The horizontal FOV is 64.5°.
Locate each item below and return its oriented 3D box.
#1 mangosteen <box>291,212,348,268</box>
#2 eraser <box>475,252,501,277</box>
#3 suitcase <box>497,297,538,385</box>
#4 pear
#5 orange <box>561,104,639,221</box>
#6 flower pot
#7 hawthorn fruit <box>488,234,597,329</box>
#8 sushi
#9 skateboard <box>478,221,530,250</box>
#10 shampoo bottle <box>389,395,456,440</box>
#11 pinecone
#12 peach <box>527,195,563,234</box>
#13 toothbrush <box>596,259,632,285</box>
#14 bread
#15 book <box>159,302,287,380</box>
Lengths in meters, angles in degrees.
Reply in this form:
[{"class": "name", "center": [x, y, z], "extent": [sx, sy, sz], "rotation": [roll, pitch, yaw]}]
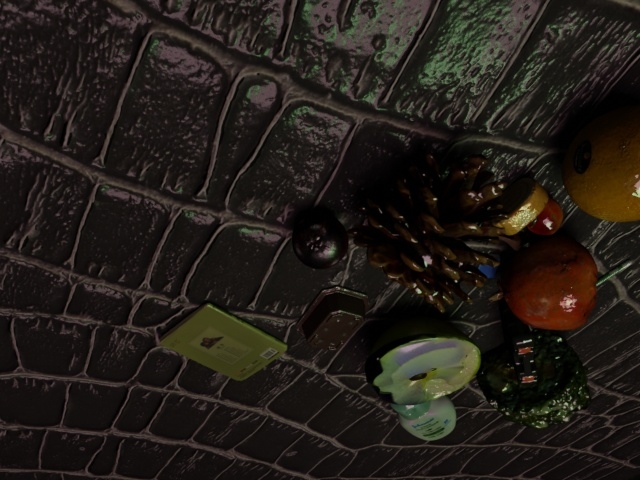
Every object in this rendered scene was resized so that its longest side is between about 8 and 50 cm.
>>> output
[{"class": "mangosteen", "center": [0.000, 0.000, 1.321], "extent": [0.152, 0.153, 0.153], "rotation": [-4, 133, -4]}, {"class": "eraser", "center": [0.501, 0.078, 1.528], "extent": [0.063, 0.027, 0.085], "rotation": [-2, 133, -5]}, {"class": "suitcase", "center": [0.641, 0.319, 1.651], "extent": [0.066, 0.207, 0.286], "rotation": [-15, 133, 13]}, {"class": "pear", "center": [0.324, 0.374, 1.685], "extent": [0.398, 0.165, 0.399], "rotation": [-4, 134, -4]}, {"class": "orange", "center": [0.702, -0.172, 1.163], "extent": [0.273, 0.274, 0.275], "rotation": [-4, 133, -4]}, {"class": "flower pot", "center": [0.043, 0.261, 1.598], "extent": [0.178, 0.084, 0.251], "rotation": [18, 128, -23]}, {"class": "hawthorn fruit", "center": [0.630, 0.132, 1.455], "extent": [0.307, 0.276, 0.276], "rotation": [-17, 135, 27]}, {"class": "sushi", "center": [0.747, 0.495, 1.776], "extent": [0.351, 0.294, 0.178], "rotation": [-30, 126, 21]}, {"class": "skateboard", "center": [0.507, -0.011, 1.432], "extent": [0.151, 0.067, 0.080], "rotation": [19, 138, -17]}, {"class": "shampoo bottle", "center": [0.379, 0.637, 1.952], "extent": [0.221, 0.151, 0.349], "rotation": [-26, 130, 19]}, {"class": "pinecone", "center": [0.280, -0.042, 1.205], "extent": [0.383, 0.385, 0.385], "rotation": [-4, 133, -4]}, {"class": "peach", "center": [0.597, -0.066, 1.357], "extent": [0.100, 0.101, 0.101], "rotation": [-4, 133, -4]}, {"class": "toothbrush", "center": [0.894, 0.144, 1.653], "extent": [0.024, 0.018, 0.257], "rotation": [31, 123, -23]}, {"class": "bread", "center": [0.513, -0.088, 1.312], "extent": [0.073, 0.122, 0.149], "rotation": [34, 118, -19]}, {"class": "book", "center": [-0.307, 0.337, 1.654], "extent": [0.239, 0.035, 0.352], "rotation": [-37, 127, 22]}]
